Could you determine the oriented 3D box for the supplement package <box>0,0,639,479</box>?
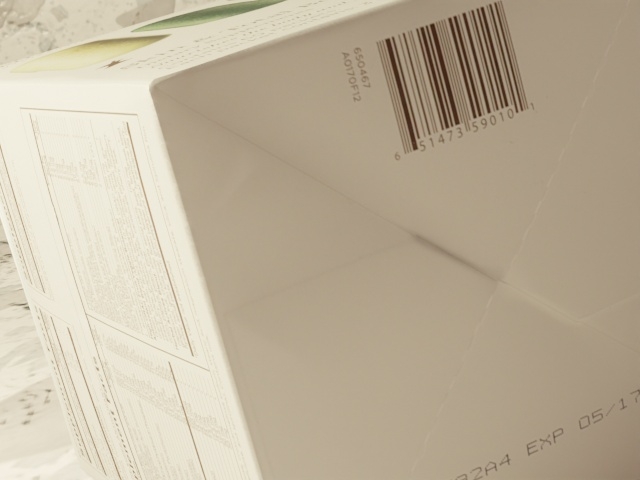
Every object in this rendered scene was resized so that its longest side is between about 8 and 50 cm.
[{"bbox_3d":[0.000,0.000,0.559,0.199,0.198,0.263,-21,15,-23],"label":"supplement package"}]
